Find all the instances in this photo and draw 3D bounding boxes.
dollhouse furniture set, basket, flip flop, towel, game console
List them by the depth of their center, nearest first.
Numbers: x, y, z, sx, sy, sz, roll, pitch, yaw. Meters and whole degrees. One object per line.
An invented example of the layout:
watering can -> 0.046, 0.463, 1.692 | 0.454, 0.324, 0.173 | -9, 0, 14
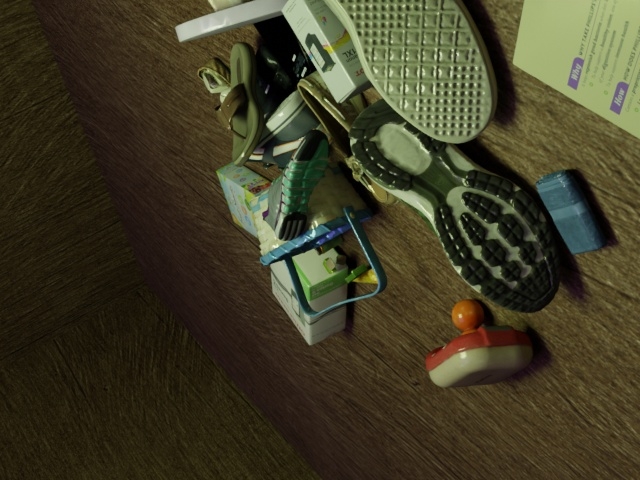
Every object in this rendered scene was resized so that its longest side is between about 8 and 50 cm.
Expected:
towel -> 0.349, -0.040, 1.050 | 0.119, 0.029, 0.067 | 61, 157, -5
flip flop -> -0.170, -0.272, 1.499 | 0.112, 0.080, 0.276 | -32, 57, 55
game console -> -0.098, -0.369, 1.534 | 0.213, 0.044, 0.361 | 57, 157, 7
basket -> 0.000, 0.000, 1.556 | 0.255, 0.201, 0.288 | -24, 83, 46
dollhouse furniture set -> 0.038, 0.022, 1.700 | 0.151, 0.076, 0.058 | 56, 154, 8

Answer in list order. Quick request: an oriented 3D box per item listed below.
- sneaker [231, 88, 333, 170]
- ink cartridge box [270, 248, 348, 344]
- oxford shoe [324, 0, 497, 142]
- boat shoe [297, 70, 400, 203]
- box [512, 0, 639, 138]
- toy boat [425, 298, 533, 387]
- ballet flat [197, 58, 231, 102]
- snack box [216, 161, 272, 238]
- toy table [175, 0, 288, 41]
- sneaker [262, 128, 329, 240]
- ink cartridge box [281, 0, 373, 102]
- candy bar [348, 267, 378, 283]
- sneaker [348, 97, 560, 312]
sneaker -> -0.080, -0.202, 1.564 | 0.127, 0.126, 0.321 | 41, 161, -15
ink cartridge box -> -0.030, 0.100, 1.868 | 0.198, 0.115, 0.272 | 52, 158, 32
oxford shoe -> 0.098, -0.336, 1.085 | 0.449, 0.169, 0.130 | 50, -159, 0
boat shoe -> 0.057, -0.182, 1.386 | 0.285, 0.089, 0.104 | 60, 157, -3
box -> 0.331, -0.228, 0.737 | 0.243, 0.117, 0.213 | 42, 153, 32
toy boat -> 0.276, 0.180, 1.378 | 0.231, 0.151, 0.151 | 119, 147, -64
ballet flat -> -0.217, -0.350, 1.764 | 0.206, 0.067, 0.073 | 42, 151, 33
snack box -> -0.178, -0.097, 2.002 | 0.207, 0.070, 0.174 | 33, 147, 49
toy table -> -0.135, -0.448, 1.279 | 0.252, 0.275, 0.160 | -82, -24, -75
sneaker -> -0.059, -0.114, 1.415 | 0.098, 0.083, 0.223 | 39, 117, 40
ink cartridge box -> 0.044, -0.324, 1.188 | 0.175, 0.127, 0.072 | 58, 155, -2
candy bar -> 0.092, 0.079, 1.740 | 0.161, 0.018, 0.040 | -1, 114, 65
sneaker -> 0.224, -0.056, 1.213 | 0.410, 0.158, 0.182 | 50, -173, 15
